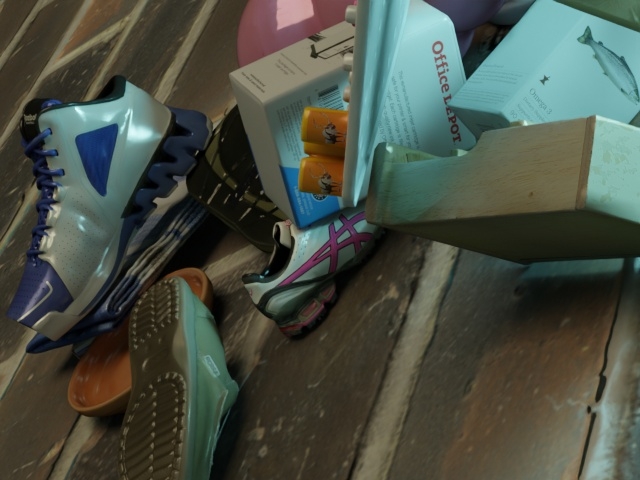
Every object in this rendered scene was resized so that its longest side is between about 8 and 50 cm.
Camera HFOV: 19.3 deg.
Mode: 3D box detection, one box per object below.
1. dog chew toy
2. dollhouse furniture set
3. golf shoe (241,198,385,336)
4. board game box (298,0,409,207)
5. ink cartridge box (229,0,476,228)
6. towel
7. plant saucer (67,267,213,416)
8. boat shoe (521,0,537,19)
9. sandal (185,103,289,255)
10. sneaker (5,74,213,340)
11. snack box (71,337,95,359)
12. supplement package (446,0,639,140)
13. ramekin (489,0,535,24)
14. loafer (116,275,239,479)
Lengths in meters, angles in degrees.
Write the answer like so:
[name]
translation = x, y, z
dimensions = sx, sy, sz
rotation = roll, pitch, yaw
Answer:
[dog chew toy]
translation = 0.064, -0.233, 1.939
dimensions = 0.332, 0.206, 0.206
rotation = -30, 25, 43
[dollhouse furniture set]
translation = 0.205, -0.192, 1.478
dimensions = 0.256, 0.362, 0.394
rotation = -4, 74, 55
[golf shoe]
translation = 0.000, 0.000, 1.818
dimensions = 0.186, 0.086, 0.067
rotation = -53, 21, -25
[board game box]
translation = 0.043, -0.285, 1.510
dimensions = 0.050, 0.389, 0.390
rotation = 7, 31, 6
[ink cartridge box]
translation = 0.034, -0.126, 1.798
dimensions = 0.203, 0.148, 0.086
rotation = -25, 34, -15
[towel]
translation = -0.214, 0.009, 2.159
dimensions = 0.209, 0.034, 0.285
rotation = -19, 30, 53
[plant saucer]
translation = -0.185, 0.114, 1.997
dimensions = 0.200, 0.037, 0.200
rotation = -36, 23, 18
[boat shoe]
translation = 0.286, -0.249, 1.783
dimensions = 0.228, 0.081, 0.068
rotation = -32, 21, 11
[sandal]
translation = -0.060, -0.053, 2.027
dimensions = 0.120, 0.086, 0.303
rotation = -50, 36, 8
[sneaker]
translation = -0.278, -0.058, 2.079
dimensions = 0.315, 0.182, 0.127
rotation = -56, 18, -12
[snack box]
translation = -0.245, 0.068, 2.199
dimensions = 0.064, 0.022, 0.178
rotation = -33, 24, 25
[supplement package]
translation = 0.222, -0.147, 1.670
dimensions = 0.179, 0.105, 0.105
rotation = -49, 22, -10
[ramekin]
translation = 0.239, -0.365, 1.998
dimensions = 0.273, 0.127, 0.273
rotation = -37, 23, 18
[loafer]
translation = -0.125, 0.153, 1.762
dimensions = 0.102, 0.092, 0.268
rotation = -32, 41, 32
